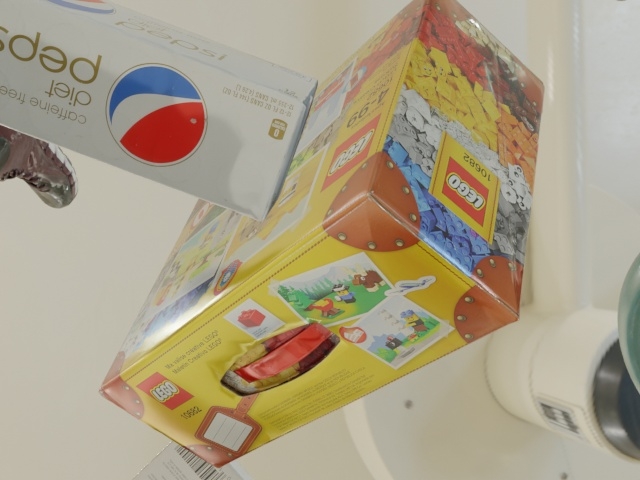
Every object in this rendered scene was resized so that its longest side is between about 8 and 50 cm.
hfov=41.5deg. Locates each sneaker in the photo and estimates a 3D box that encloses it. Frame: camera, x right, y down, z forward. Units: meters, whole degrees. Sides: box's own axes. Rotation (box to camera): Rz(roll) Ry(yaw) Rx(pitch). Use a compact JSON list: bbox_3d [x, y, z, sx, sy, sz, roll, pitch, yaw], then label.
[{"bbox_3d":[-0.471,-0.106,1.269,0.106,0.281,0.162,13,-124,17],"label":"sneaker"}]

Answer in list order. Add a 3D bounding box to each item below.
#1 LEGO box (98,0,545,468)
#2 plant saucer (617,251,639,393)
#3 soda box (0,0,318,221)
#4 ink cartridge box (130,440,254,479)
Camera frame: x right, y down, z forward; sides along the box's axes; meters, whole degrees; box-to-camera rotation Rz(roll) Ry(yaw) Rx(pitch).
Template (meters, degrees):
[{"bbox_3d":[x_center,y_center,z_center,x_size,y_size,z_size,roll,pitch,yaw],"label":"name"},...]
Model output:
[{"bbox_3d":[0.000,0.000,0.985,0.193,0.500,0.372,37,-136,-18],"label":"LEGO box"},{"bbox_3d":[0.454,0.127,0.905,0.043,0.317,0.318,-24,-84,-35],"label":"plant saucer"},{"bbox_3d":[-0.115,-0.088,0.469,0.216,0.069,0.074,21,-68,0],"label":"soda box"},{"bbox_3d":[-0.182,0.467,1.257,0.261,0.066,0.296,-43,-100,-4],"label":"ink cartridge box"}]
